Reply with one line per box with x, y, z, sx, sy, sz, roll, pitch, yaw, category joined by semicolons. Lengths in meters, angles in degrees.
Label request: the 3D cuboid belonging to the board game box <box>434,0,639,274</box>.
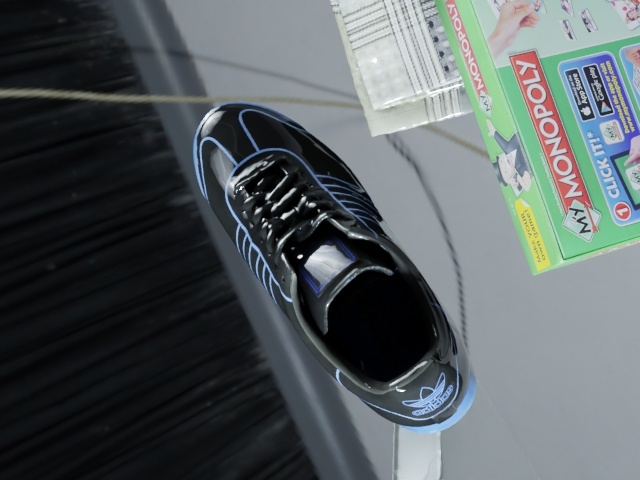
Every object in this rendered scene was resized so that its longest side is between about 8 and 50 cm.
0.188;-0.156;0.798;0.046;0.213;0.317;141;113;-69;board game box

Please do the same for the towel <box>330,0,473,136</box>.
0.156;-0.295;1.277;0.312;0.056;0.324;-16;105;11;towel

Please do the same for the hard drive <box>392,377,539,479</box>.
0.146;0.230;0.937;0.040;0.203;0.307;-24;118;19;hard drive

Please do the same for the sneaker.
0.000;0.000;0.630;0.081;0.090;0.232;-40;67;-1;sneaker
